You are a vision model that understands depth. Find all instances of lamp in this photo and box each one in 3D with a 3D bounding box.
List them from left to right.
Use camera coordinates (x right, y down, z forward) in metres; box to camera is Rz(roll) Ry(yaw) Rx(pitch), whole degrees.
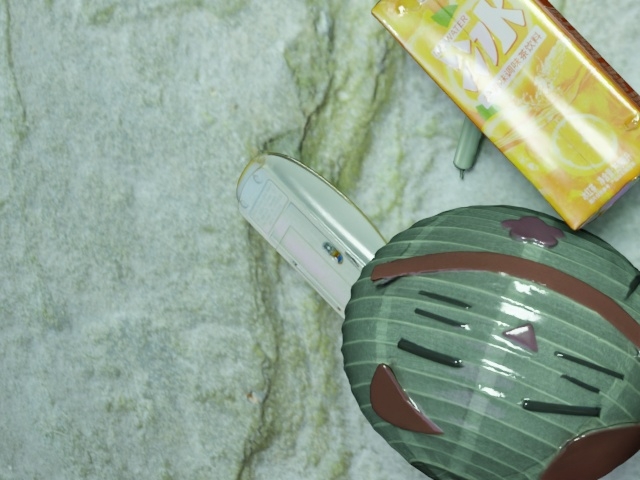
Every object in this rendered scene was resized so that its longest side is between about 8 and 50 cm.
[{"bbox_3d":[0.141,0.089,1.004,0.265,0.233,0.233,13,127,18],"label":"lamp"}]

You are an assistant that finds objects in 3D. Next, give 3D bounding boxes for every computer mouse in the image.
[{"bbox_3d":[0.001,-0.001,1.228,0.199,0.045,0.102,45,139,12],"label":"computer mouse"}]

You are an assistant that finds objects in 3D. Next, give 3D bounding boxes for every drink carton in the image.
[{"bbox_3d":[0.150,-0.121,0.953,0.223,0.071,0.096,48,110,9],"label":"drink carton"}]

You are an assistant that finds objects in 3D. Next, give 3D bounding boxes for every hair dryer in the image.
[{"bbox_3d":[0.128,-0.090,1.053,0.063,0.038,0.124,36,142,21],"label":"hair dryer"}]
